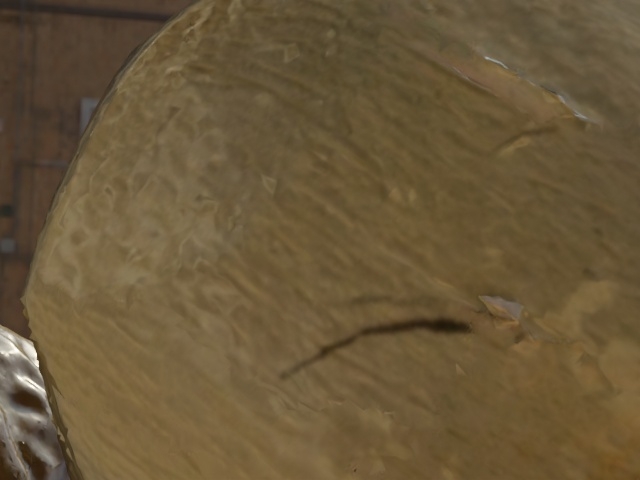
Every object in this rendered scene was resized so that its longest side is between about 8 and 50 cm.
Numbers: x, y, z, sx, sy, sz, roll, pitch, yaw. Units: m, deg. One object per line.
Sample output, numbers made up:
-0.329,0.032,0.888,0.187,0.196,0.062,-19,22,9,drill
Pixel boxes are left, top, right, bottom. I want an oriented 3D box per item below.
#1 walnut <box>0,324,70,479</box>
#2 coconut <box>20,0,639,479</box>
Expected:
-0.221,0.167,0.705,0.257,0.224,0.257,7,-81,49,walnut
0.063,0.029,0.527,0.360,0.346,0.346,41,-38,21,coconut
